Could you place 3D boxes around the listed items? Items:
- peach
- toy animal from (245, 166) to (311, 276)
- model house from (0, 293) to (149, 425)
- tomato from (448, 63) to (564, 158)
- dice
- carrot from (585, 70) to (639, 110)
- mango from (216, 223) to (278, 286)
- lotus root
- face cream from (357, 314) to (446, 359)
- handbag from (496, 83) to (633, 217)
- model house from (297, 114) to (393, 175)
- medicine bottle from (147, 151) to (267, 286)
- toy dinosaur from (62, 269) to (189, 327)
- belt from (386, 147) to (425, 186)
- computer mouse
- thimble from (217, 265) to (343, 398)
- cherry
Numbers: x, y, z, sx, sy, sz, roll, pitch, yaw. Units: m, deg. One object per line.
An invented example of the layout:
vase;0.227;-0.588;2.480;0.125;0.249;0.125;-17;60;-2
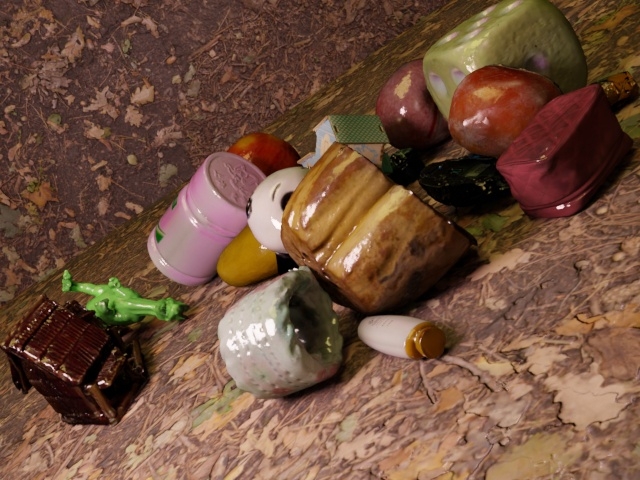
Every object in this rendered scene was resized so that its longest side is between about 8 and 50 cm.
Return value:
peach;-0.174;-0.165;2.221;0.281;0.238;0.280;20;-90;-90
toy animal;-0.015;-0.022;1.547;0.213;0.266;0.212;-26;19;10
model house;-0.546;0.238;1.786;0.297;0.282;0.317;-23;22;33
tomato;0.330;-0.224;1.461;0.214;0.180;0.155;12;31;39
dice;0.393;-0.355;1.674;0.254;0.252;0.250;-36;19;-9
carrot;0.504;-0.251;1.528;0.229;0.069;0.069;-31;19;15
mango;-0.123;0.012;1.856;0.332;0.142;0.195;-36;12;21
lotus root;0.079;-0.013;1.330;0.250;0.316;0.316;-48;20;-4
face cream;0.122;0.148;1.214;0.072;0.051;0.182;-42;18;-22
handbag;0.409;-0.145;1.315;0.225;0.135;0.146;-48;23;-24
model house;0.073;-0.187;1.787;0.178;0.206;0.271;-5;21;-21
medicine bottle;-0.288;-0.051;2.030;0.325;0.212;0.212;-47;8;37
toy dinosaur;-0.508;0.190;2.125;0.375;0.143;0.500;6;-13;3
belt;0.194;-0.177;1.881;0.105;0.058;0.140;-30;18;5
computer mouse;0.288;-0.108;1.514;0.146;0.077;0.242;-36;27;-29
thimble;-0.062;0.150;1.299;0.149;0.185;0.211;-27;45;27
cherry;0.246;-0.337;1.949;0.236;0.212;0.285;-31;8;-13
